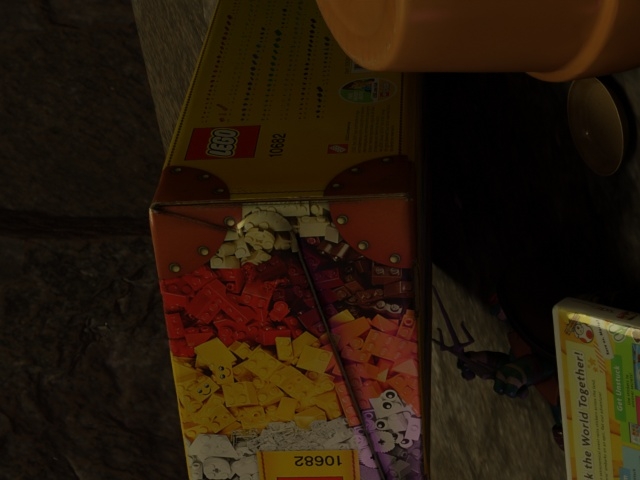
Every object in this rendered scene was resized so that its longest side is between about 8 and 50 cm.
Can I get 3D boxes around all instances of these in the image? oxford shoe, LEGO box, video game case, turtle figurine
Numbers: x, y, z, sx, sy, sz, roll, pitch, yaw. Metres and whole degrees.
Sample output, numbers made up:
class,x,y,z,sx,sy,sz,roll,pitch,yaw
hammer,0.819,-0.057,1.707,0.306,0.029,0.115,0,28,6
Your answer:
class,x,y,z,sx,sy,sz,roll,pitch,yaw
oxford shoe,0.230,0.064,1.204,0.227,0.083,0.096,38,140,43
LEGO box,0.000,0.000,1.332,0.500,0.193,0.372,-83,-10,-59
video game case,0.272,0.166,1.110,0.206,0.026,0.226,14,122,42
turtle figurine,0.189,0.117,1.304,0.234,0.118,0.175,56,-179,6

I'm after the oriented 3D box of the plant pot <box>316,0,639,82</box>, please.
class,x,y,z,sx,sy,sz,roll,pitch,yaw
plant pot,0.108,-0.242,1.087,0.291,0.204,0.290,163,90,-73

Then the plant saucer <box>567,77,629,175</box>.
class,x,y,z,sx,sy,sz,roll,pitch,yaw
plant saucer,0.224,-0.093,1.177,0.083,0.015,0.083,164,90,-73
